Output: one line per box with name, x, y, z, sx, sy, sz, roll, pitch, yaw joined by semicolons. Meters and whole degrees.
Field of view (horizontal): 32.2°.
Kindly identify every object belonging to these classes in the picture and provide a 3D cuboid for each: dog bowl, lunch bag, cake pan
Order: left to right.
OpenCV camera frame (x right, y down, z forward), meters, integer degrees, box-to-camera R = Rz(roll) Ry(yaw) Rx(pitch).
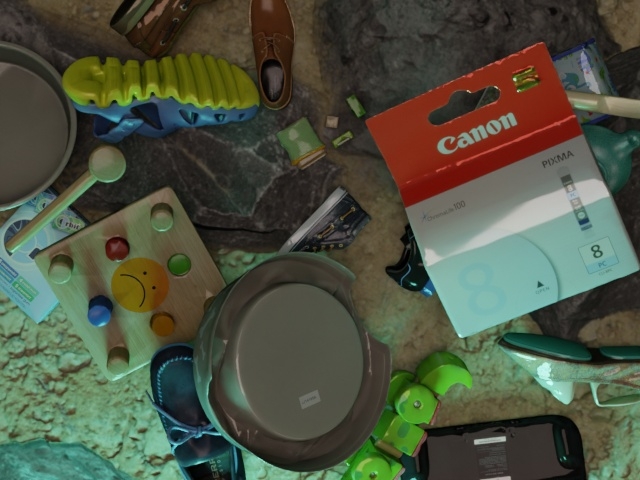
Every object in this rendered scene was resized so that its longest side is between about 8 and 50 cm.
cake pan;-0.546;-0.183;1.821;0.293;0.054;0.293;1;79;-6
dog bowl;-0.050;0.196;1.785;0.349;0.102;0.348;5;81;-34
lunch bag;0.401;-0.243;1.825;0.151;0.096;0.128;-23;95;31

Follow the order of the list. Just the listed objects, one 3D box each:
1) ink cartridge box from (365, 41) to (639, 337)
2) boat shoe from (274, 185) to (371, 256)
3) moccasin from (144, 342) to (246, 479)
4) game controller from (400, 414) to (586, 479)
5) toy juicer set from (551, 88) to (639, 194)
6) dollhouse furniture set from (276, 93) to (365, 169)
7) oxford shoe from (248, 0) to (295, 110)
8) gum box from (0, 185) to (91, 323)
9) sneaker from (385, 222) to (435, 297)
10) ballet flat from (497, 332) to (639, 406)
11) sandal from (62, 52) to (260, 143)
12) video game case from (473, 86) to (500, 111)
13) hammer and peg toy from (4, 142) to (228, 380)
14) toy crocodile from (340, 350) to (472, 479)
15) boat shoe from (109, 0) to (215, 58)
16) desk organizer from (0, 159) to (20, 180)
ink cartridge box;0.284;-0.070;1.728;0.308;0.091;0.385;-23;110;15
boat shoe;0.000;0.000;1.864;0.083;0.065;0.183;44;93;-2
moccasin;-0.182;0.325;1.821;0.138;0.117;0.342;-21;117;-1
game controller;0.297;0.396;1.910;0.319;0.067;0.166;-7;81;1
toy juicer set;0.401;-0.140;1.793;0.209;0.089;0.329;28;125;4
dollhouse furniture set;0.004;-0.184;1.850;0.152;0.058;0.076;-32;94;3
oxford shoe;-0.078;-0.323;1.831;0.076;0.076;0.212;-7;94;3
gum box;-0.473;0.021;1.882;0.157;0.041;0.184;44;93;-4
sneaker;0.193;-0.022;1.852;0.090;0.081;0.232;25;96;-9
ballet flat;0.451;0.226;1.866;0.316;0.107;0.106;6;103;1
sandal;-0.260;-0.227;1.830;0.317;0.126;0.138;2;137;-5
video game case;0.300;-0.212;1.836;0.087;0.011;0.122;35;110;25
hammer and peg toy;-0.328;0.029;1.806;0.266;0.127;0.361;-29;107;0
toy crocodile;0.127;0.330;1.862;0.105;0.115;0.340;33;89;-13
boat shoe;-0.209;-0.436;1.813;0.104;0.110;0.307;38;104;-26
desk organizer;-0.567;-0.112;1.866;0.130;0.050;0.047;-19;95;2
